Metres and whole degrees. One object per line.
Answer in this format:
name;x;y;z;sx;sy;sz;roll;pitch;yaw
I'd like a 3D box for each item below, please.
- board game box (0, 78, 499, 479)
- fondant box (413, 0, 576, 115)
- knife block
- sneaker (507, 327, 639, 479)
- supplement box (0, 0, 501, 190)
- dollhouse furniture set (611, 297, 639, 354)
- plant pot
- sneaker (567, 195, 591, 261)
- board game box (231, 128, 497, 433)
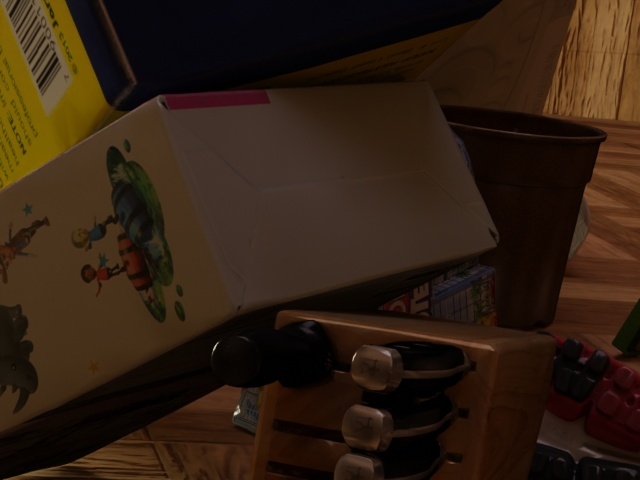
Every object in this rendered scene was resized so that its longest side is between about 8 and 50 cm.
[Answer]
board game box;-0.102;0.034;0.824;0.303;0.097;0.224;-29;-10;31
fondant box;0.058;-0.134;1.548;0.330;0.238;0.096;-22;56;-26
knife block;0.030;0.063;0.695;0.088;0.242;0.276;10;45;13
sneaker;0.205;0.128;0.897;0.299;0.121;0.112;21;-15;26
supplement box;-0.098;-0.115;0.899;0.194;0.195;0.356;-18;-11;-28
dollhouse furniture set;0.302;0.095;1.355;0.151;0.058;0.076;34;14;25
plant pot;0.144;-0.019;1.475;0.167;0.165;0.167;6;10;-1
sneaker;0.117;-0.050;1.785;0.315;0.127;0.182;15;8;9
board game box;0.029;0.044;1.117;0.060;0.194;0.194;15;28;41
